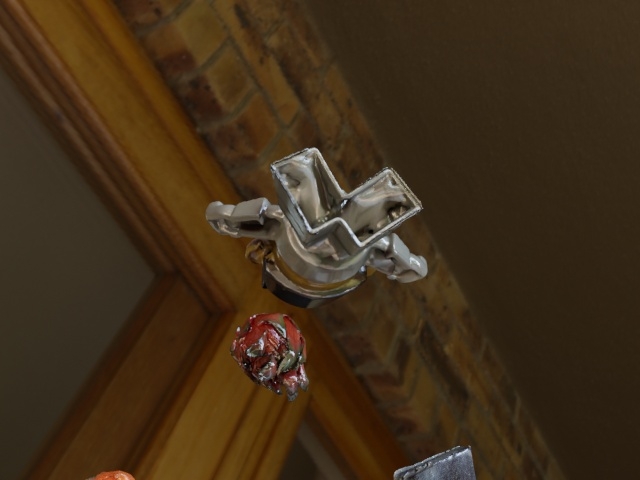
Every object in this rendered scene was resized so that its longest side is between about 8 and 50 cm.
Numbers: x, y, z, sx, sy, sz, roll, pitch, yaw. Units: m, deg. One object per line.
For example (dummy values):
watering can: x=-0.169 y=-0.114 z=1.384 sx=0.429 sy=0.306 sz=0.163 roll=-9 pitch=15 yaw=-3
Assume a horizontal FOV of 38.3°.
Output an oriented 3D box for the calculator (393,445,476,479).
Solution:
calculator: x=0.161 y=0.400 z=1.150 sx=0.021 sy=0.161 sz=0.262 roll=-10 pitch=-94 yaw=41

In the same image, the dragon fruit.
dragon fruit: x=-0.080 y=0.176 z=1.455 sx=0.142 sy=0.130 sz=0.121 roll=38 pitch=-44 yaw=43

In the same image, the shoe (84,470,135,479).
shoe: x=-0.369 y=0.402 z=1.206 sx=0.132 sy=0.336 sz=0.171 roll=51 pitch=-40 yaw=21

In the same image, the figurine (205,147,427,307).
figurine: x=-0.004 y=0.001 z=1.224 sx=0.308 sy=0.143 sz=0.308 roll=22 pitch=-31 yaw=14
